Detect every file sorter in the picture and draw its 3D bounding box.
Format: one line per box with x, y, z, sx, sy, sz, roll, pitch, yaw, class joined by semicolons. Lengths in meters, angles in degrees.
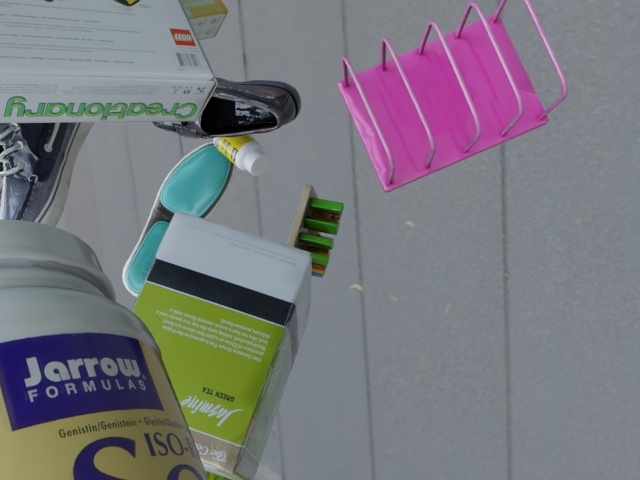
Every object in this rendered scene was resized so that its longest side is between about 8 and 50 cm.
0.196;-0.235;1.100;0.182;0.290;0.202;60;-173;-84;file sorter

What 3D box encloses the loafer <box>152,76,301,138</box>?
-0.189;-0.239;1.312;0.302;0.095;0.109;0;124;18;loafer

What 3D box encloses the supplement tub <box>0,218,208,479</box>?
-0.185;0.179;0.430;0.331;0.241;0.241;62;142;24;supplement tub

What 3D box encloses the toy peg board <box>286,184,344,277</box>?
0.000;0.000;1.395;0.079;0.161;0.161;12;73;15;toy peg board

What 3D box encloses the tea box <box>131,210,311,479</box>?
-0.163;0.183;1.114;0.219;0.324;0.329;18;161;6;tea box

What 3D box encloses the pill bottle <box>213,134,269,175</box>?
-0.154;-0.179;1.412;0.116;0.065;0.065;41;132;30;pill bottle

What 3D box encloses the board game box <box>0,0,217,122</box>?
-0.243;-0.169;0.489;0.053;0.305;0.193;-49;57;45;board game box

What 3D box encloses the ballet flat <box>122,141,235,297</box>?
-0.327;-0.048;1.658;0.139;0.139;0.400;26;85;47;ballet flat

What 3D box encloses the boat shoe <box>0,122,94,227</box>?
-0.455;-0.139;1.067;0.127;0.158;0.341;0;66;33;boat shoe

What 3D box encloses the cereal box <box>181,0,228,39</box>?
-0.232;-0.257;0.697;0.173;0.240;0.047;54;137;10;cereal box
